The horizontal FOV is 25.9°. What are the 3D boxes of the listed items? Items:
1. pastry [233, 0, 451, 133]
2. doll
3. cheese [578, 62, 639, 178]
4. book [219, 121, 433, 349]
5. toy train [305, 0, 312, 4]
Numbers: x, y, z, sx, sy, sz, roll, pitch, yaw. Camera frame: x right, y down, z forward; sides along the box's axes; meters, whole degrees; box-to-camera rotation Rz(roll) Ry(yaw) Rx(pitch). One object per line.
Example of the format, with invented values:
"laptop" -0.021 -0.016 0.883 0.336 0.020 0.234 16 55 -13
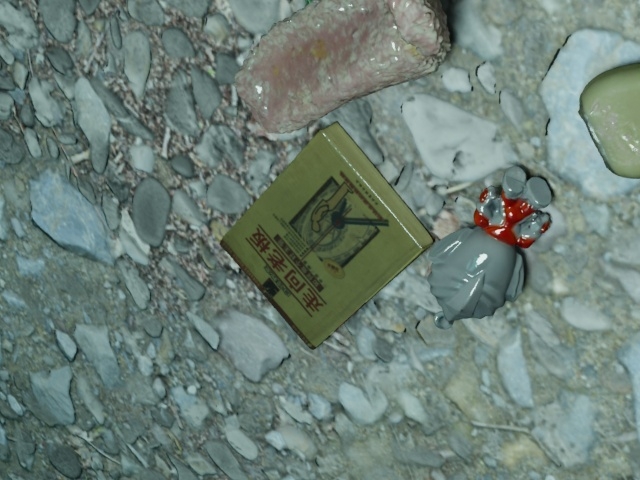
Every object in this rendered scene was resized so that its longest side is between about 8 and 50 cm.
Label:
"pastry" 0.032 -0.176 1.258 0.265 0.112 0.103 -16 97 53
"doll" 0.155 0.012 1.290 0.094 0.079 0.180 26 120 -4
"cheese" 0.299 -0.111 1.111 0.192 0.037 0.097 -18 103 46
"book" 0.000 0.000 1.444 0.161 0.026 0.231 50 137 5
"toy train" -0.004 -0.257 1.288 0.053 0.033 0.083 10 121 33
